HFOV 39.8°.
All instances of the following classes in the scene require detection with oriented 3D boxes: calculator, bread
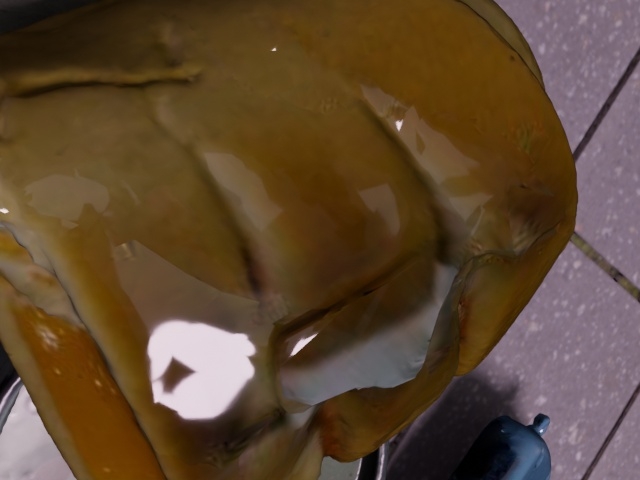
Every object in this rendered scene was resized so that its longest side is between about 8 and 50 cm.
[{"bbox_3d":[0.103,0.263,0.728,0.293,0.051,0.173,-52,151,-8],"label":"calculator"},{"bbox_3d":[0.000,0.000,0.477,0.341,0.210,0.300,-25,128,-25],"label":"bread"}]

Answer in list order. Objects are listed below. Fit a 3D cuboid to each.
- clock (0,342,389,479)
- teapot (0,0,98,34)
[{"bbox_3d":[-0.096,0.162,0.641,0.319,0.066,0.318,-5,102,-26],"label":"clock"},{"bbox_3d":[-0.184,-0.188,0.470,0.178,0.163,0.221,-37,113,-10],"label":"teapot"}]
